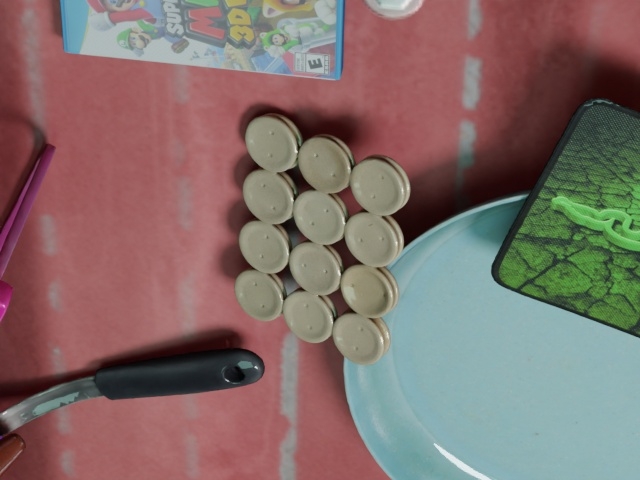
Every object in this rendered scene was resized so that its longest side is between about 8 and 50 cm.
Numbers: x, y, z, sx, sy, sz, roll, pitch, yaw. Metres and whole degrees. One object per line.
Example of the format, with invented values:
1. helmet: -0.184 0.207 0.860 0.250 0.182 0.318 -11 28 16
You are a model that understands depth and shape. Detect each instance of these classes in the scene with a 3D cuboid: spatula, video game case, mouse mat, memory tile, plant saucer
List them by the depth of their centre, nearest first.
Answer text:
1. video game case: -0.068 -0.151 1.134 0.166 0.015 0.119 7 129 6
2. mouse mat: 0.210 0.003 1.154 0.190 0.007 0.152 20 129 -6
3. memory tile: 0.000 0.000 1.210 0.113 0.012 0.148 22 125 23
4. plant saucer: 0.174 0.083 1.256 0.318 0.043 0.317 6 129 7
5. spatula: -0.171 0.107 1.351 0.296 0.030 0.084 -14 122 21

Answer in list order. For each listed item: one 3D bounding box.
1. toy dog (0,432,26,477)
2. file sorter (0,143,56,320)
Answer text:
1. toy dog: -0.335 0.142 1.331 0.334 0.161 0.220 37 150 -3
2. file sorter: -0.333 -0.011 1.191 0.291 0.182 0.202 25 128 -10
